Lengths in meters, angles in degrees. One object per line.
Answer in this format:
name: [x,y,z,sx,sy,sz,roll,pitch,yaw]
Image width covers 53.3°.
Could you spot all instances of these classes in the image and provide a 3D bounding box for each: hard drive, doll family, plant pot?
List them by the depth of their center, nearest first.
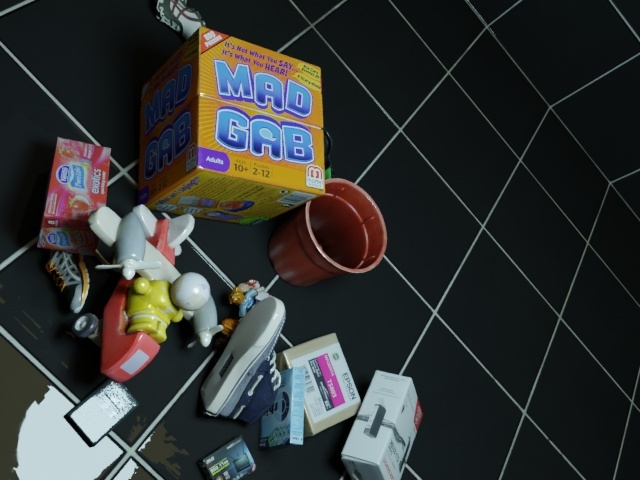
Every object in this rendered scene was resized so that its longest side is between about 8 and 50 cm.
hard drive: [-0.490,0.383,1.439,0.094,0.022,0.135,52,49,-6]
doll family: [-0.183,0.205,1.683,0.163,0.118,0.263,33,54,-21]
plant pot: [0.000,0.000,1.816,0.272,0.265,0.273,15,62,-31]

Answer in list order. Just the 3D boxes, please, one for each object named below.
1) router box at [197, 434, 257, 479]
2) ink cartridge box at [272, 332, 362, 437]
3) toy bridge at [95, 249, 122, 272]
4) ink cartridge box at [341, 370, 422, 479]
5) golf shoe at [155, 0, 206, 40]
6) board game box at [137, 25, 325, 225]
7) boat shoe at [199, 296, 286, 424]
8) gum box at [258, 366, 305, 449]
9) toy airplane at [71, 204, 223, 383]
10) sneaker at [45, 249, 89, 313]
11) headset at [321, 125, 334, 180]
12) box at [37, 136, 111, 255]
router box: [-0.226,0.546,1.552,0.122,0.038,0.092,-24,85,-41]
ink cartridge box: [-0.010,0.394,1.750,0.193,0.088,0.235,-15,79,-39]
toy bridge: [-0.505,0.042,1.578,0.188,0.026,0.063,27,58,-26]
ink cartridge box: [0.175,0.532,1.753,0.273,0.114,0.197,-60,143,-36]
golf shoe: [-0.429,-0.666,1.921,0.120,0.105,0.273,-24,79,-25]
board game box: [-0.238,-0.269,1.667,0.356,0.356,0.357,8,73,-36]
boat shoe: [-0.151,0.302,1.575,0.158,0.341,0.127,28,15,-31]
gum box: [-0.098,0.430,1.622,0.041,0.157,0.185,18,60,-30]
toy airplane: [-0.363,0.095,1.471,0.386,0.272,0.385,-20,108,-62]
sneaker: [-0.589,0.069,1.472,0.083,0.084,0.215,-1,60,-38]
headset: [-0.089,-0.299,1.956,0.243,0.185,0.395,2,73,-53]
box: [-0.568,-0.104,1.481,0.128,0.123,0.257,11,46,-23]
